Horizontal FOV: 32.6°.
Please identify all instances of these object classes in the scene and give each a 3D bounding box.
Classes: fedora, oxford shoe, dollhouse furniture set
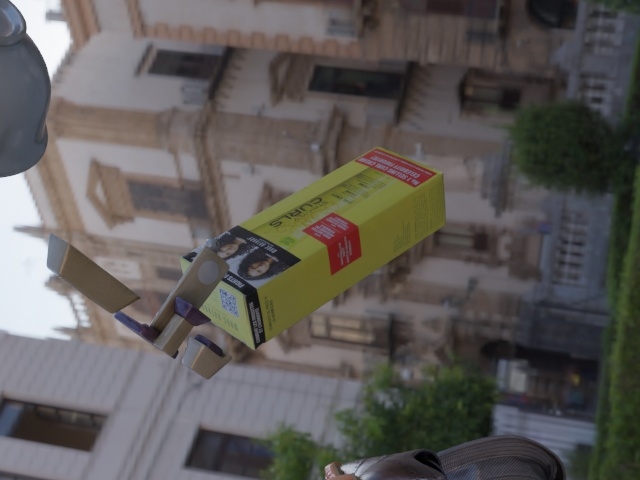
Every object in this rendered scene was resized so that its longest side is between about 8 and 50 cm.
[{"bbox_3d":[0.238,0.393,1.527,0.275,0.243,0.124,65,-172,-52],"label":"fedora"},{"bbox_3d":[0.083,0.303,1.250,0.364,0.132,0.130,94,156,-82],"label":"oxford shoe"},{"bbox_3d":[-0.102,0.016,0.690,0.114,0.091,0.081,43,-104,-37],"label":"dollhouse furniture set"}]

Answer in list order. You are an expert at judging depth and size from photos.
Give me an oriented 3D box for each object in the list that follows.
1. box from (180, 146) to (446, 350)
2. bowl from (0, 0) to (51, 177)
[{"bbox_3d":[0.000,0.000,0.927,0.232,0.087,0.058,-30,-50,-32],"label":"box"},{"bbox_3d":[-0.417,-0.211,1.215,0.134,0.298,0.298,-54,1,26],"label":"bowl"}]
